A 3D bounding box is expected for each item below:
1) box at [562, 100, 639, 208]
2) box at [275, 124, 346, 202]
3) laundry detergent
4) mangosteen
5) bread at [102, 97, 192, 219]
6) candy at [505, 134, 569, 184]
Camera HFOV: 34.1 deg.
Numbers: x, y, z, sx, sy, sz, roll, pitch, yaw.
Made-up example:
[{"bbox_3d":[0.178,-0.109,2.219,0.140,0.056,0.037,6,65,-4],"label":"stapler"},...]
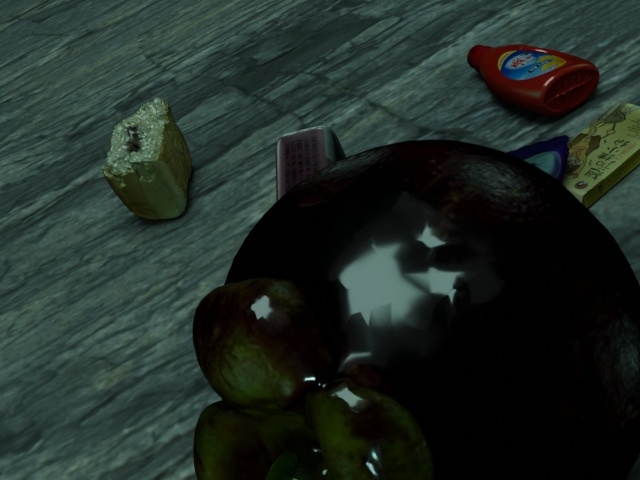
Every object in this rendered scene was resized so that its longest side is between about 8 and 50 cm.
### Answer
[{"bbox_3d":[0.274,-0.084,1.015,0.149,0.020,0.073,-38,39,-21],"label":"box"},{"bbox_3d":[0.000,0.000,0.967,0.069,0.120,0.224,-13,34,7],"label":"box"},{"bbox_3d":[0.225,-0.189,1.156,0.097,0.049,0.165,-26,34,-18],"label":"laundry detergent"},{"bbox_3d":[0.051,0.072,0.676,0.297,0.313,0.297,-26,56,48],"label":"mangosteen"},{"bbox_3d":[-0.198,-0.088,1.199,0.082,0.106,0.125,-8,41,8],"label":"bread"},{"bbox_3d":[0.164,0.003,0.922,0.145,0.070,0.275,-18,37,20],"label":"candy"}]
